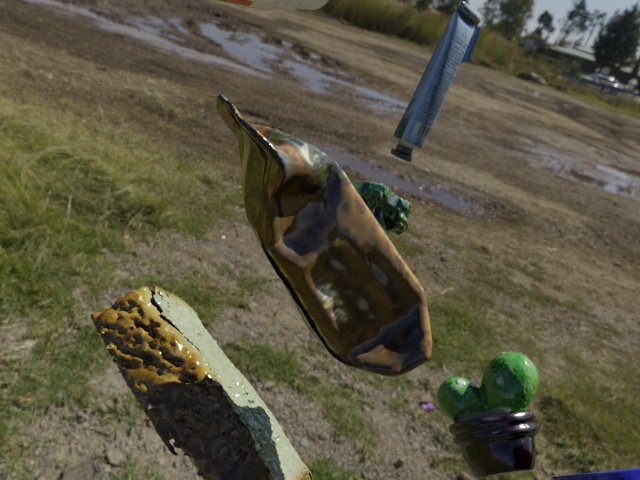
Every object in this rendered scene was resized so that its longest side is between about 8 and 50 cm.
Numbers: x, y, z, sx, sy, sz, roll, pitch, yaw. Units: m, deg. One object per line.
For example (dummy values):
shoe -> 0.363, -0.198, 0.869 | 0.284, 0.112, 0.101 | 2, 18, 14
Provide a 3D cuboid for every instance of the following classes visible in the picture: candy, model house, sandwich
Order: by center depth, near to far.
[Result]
candy -> 0.000, 0.000, 0.459 | 0.101, 0.271, 0.143 | -37, 25, -8
sandwich -> -0.110, 0.177, 0.582 | 0.087, 0.226, 0.251 | -36, 71, -13
model house -> 0.095, -0.005, 1.255 | 0.195, 0.189, 0.214 | 1, -21, 41

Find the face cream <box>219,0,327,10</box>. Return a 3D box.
face cream -> -0.139, -0.358, 0.698 | 0.345, 0.102, 0.102 | 1, 30, -27

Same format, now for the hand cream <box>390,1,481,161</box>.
hand cream -> 0.189, -0.251, 0.902 | 0.055, 0.256, 0.088 | 36, 20, 32

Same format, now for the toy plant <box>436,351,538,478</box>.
toy plant -> 0.360, 0.361, 1.150 | 0.175, 0.218, 0.235 | 42, 34, -60

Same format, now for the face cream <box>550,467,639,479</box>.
face cream -> 0.521, 0.459, 0.964 | 0.205, 0.206, 0.111 | 6, 62, -26
